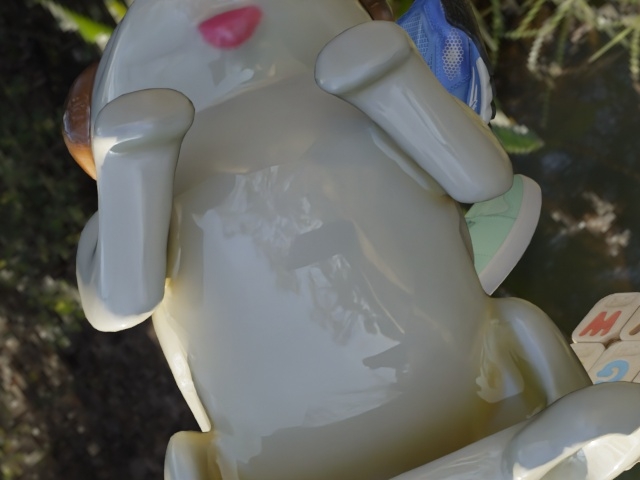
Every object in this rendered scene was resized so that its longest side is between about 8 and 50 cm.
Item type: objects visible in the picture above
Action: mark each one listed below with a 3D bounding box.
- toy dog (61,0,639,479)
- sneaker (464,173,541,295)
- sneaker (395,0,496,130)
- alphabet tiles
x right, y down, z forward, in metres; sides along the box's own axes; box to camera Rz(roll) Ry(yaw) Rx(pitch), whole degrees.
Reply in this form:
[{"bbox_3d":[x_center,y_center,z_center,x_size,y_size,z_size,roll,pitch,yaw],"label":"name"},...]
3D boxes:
[{"bbox_3d":[0.000,0.000,0.888,0.395,0.284,0.408,47,-161,-70],"label":"toy dog"},{"bbox_3d":[0.068,-0.001,1.157,0.151,0.256,0.094,44,150,-5],"label":"sneaker"},{"bbox_3d":[0.025,-0.083,1.177,0.330,0.147,0.130,-52,44,48],"label":"sneaker"},{"bbox_3d":[0.307,0.087,1.188,0.284,0.278,0.021,-6,123,54],"label":"alphabet tiles"}]
